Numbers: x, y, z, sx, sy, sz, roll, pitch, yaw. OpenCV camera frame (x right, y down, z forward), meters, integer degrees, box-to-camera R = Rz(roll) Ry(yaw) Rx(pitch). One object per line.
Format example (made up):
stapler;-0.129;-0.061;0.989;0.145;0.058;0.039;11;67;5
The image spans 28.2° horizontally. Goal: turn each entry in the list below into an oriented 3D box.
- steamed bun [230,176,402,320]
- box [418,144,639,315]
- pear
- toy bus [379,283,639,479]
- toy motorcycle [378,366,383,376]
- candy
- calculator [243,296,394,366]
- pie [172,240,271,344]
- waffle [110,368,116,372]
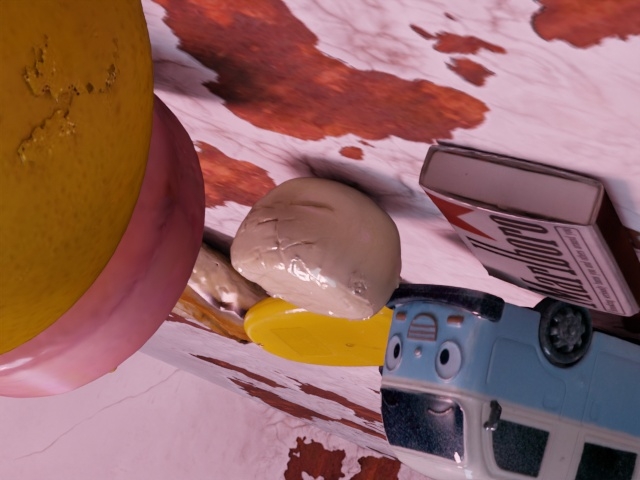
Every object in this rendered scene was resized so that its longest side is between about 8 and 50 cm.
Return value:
steamed bun;0.000;0.000;0.944;0.112;0.091;0.130;33;162;-33
box;0.142;-0.002;0.824;0.115;0.036;0.177;16;167;28
pear;-0.213;-0.070;0.596;0.285;0.285;0.336;21;171;2
toy bus;0.175;0.133;0.985;0.271;0.165;0.133;18;171;-29
toy motorcycle;0.175;0.205;1.516;0.221;0.102;0.150;19;155;16
candy;-0.206;-0.020;0.858;0.255;0.255;0.094;16;167;25
calculator;0.034;0.085;1.247;0.235;0.032;0.146;-8;148;30
pie;-0.144;0.048;1.442;0.339;0.077;0.339;23;171;4
waffle;-0.274;0.030;1.347;0.228;0.051;0.231;6;117;59
